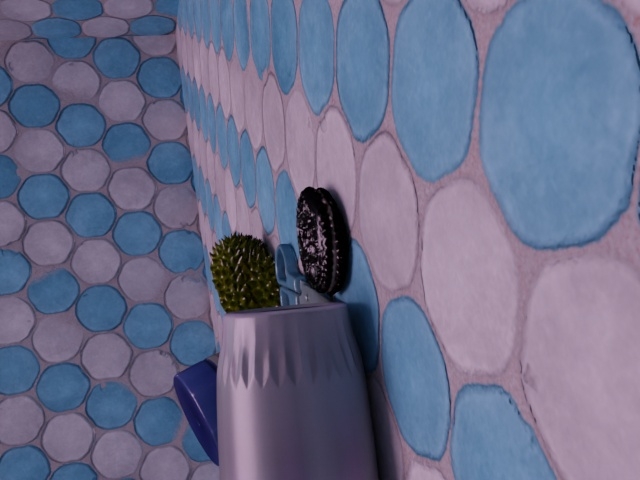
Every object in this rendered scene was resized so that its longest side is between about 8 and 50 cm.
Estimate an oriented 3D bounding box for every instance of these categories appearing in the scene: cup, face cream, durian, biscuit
[{"bbox_3d":[-0.037,0.290,1.103,0.253,0.254,0.371,165,101,-75],"label":"cup"},{"bbox_3d":[-0.208,0.392,1.712,0.249,0.225,0.248,47,150,38],"label":"face cream"},{"bbox_3d":[-0.178,0.118,1.725,0.169,0.158,0.351,85,166,-57],"label":"durian"},{"bbox_3d":[0.000,0.000,1.198,0.194,0.053,0.194,173,90,-76],"label":"biscuit"}]

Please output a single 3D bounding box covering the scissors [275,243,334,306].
[{"bbox_3d":[-0.030,0.109,1.393,0.447,0.029,0.192,-172,76,-74],"label":"scissors"}]
